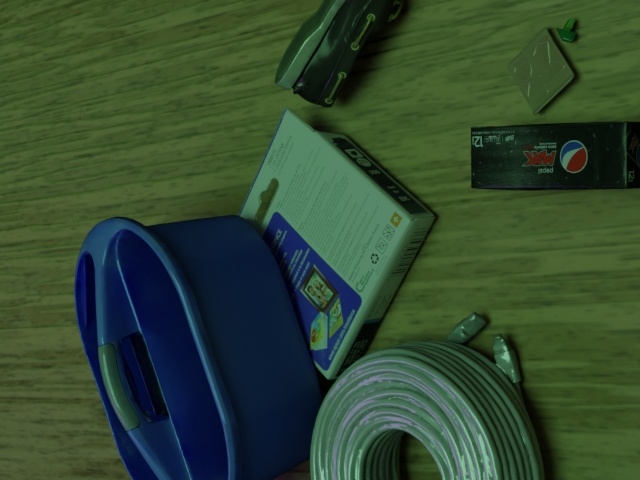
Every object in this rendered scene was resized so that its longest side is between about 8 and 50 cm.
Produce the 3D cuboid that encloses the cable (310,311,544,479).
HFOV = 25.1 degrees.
[{"bbox_3d":[0.100,0.225,1.375,0.257,0.089,0.257,-34,69,40],"label":"cable"}]

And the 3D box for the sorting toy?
[{"bbox_3d":[0.209,-0.161,1.301,0.083,0.012,0.062,-46,57,40],"label":"sorting toy"}]

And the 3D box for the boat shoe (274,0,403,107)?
[{"bbox_3d":[0.040,-0.232,1.428,0.227,0.069,0.081,-53,18,28],"label":"boat shoe"}]

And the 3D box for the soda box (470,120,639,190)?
[{"bbox_3d":[0.214,-0.074,1.272,0.169,0.053,0.060,2,94,45],"label":"soda box"}]

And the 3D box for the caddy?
[{"bbox_3d":[-0.148,0.133,1.513,0.241,0.179,0.341,-26,82,52],"label":"caddy"}]

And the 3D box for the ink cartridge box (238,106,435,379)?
[{"bbox_3d":[0.000,0.000,1.491,0.208,0.045,0.206,44,122,32],"label":"ink cartridge box"}]
